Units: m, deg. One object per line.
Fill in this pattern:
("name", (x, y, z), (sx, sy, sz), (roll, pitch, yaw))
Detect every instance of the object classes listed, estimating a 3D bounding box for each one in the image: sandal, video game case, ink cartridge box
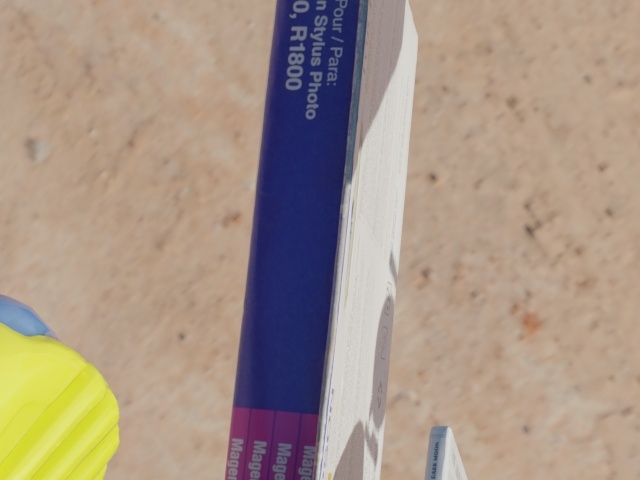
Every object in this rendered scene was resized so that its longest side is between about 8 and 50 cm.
("sandal", (-0.176, 0.114, 0.791), (0.138, 0.317, 0.126), (41, 54, 12))
("video game case", (0.113, 0.286, 1.672), (0.022, 0.190, 0.173), (-1, 54, 14))
("ink cartridge box", (0.000, 0.000, 1.043), (0.071, 0.330, 0.324), (5, 83, 8))
